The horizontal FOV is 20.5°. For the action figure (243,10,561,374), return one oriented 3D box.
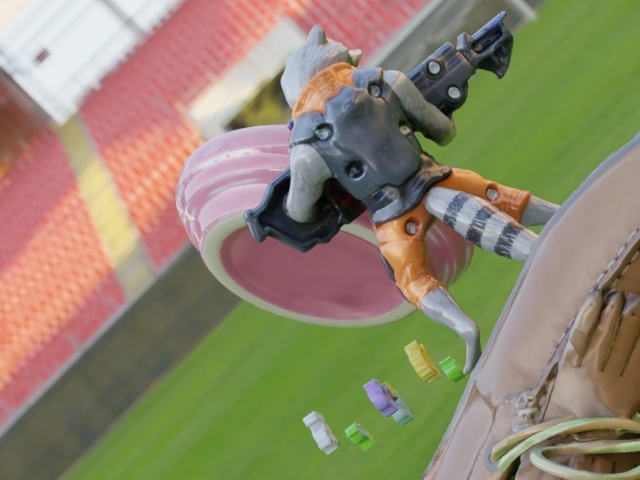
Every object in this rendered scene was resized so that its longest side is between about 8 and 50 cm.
[{"bbox_3d":[0.107,-0.091,1.676,0.341,0.330,0.178,-48,-6,-13],"label":"action figure"}]

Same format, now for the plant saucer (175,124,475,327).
[{"bbox_3d":[0.000,0.000,1.924,0.332,0.332,0.084,-42,30,55],"label":"plant saucer"}]

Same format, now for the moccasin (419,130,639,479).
[{"bbox_3d":[0.134,0.097,0.854,0.380,0.139,0.147,-56,30,25],"label":"moccasin"}]

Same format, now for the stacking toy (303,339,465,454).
[{"bbox_3d":[0.088,0.200,2.165,0.167,0.052,0.221,-35,-19,9],"label":"stacking toy"}]
